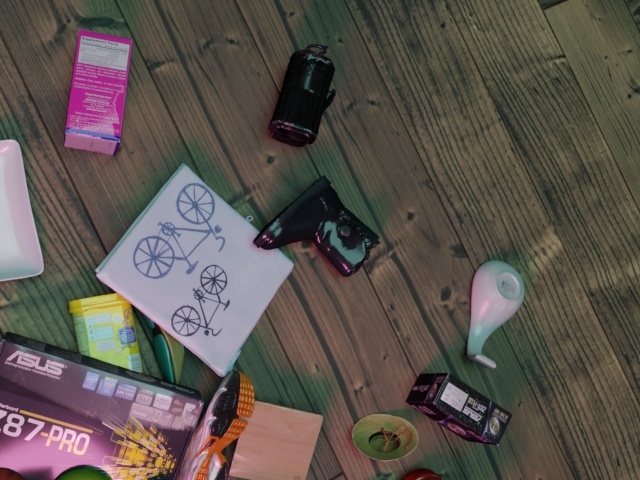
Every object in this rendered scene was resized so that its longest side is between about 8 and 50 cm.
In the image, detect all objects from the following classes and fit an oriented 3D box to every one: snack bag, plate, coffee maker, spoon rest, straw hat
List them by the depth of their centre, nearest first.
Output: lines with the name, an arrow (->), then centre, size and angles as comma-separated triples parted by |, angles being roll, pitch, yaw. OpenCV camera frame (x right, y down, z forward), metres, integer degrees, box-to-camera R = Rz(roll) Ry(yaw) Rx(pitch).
plate -> -0.702, -0.042, 1.705 | 0.277, 0.045, 0.278 | -11, 85, -19
snack bag -> -0.241, 0.058, 1.810 | 0.342, 0.037, 0.323 | 41, 58, -16
straw hat -> 0.138, 0.444, 1.897 | 0.144, 0.144, 0.061 | -12, 128, -20
coffee maker -> -0.044, -0.311, 1.900 | 0.120, 0.171, 0.178 | 11, 74, 11
spoon rest -> 0.394, 0.169, 2.031 | 0.137, 0.084, 0.276 | 31, 60, -13

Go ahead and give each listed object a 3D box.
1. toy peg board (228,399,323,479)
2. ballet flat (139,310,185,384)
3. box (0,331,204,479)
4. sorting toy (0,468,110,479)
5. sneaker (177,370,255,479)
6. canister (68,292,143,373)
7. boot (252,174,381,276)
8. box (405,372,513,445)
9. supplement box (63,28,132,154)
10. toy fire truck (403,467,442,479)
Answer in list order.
toy peg board -> -0.098, 0.414, 1.830 | 0.161, 0.079, 0.161 | 15, 93, -15
ballet flat -> -0.313, 0.178, 1.786 | 0.073, 0.080, 0.232 | -21, 89, -31
box -> -0.457, 0.383, 1.660 | 0.394, 0.097, 0.318 | 21, 89, -14
sorting toy -> -0.451, 0.487, 1.560 | 0.365, 0.126, 0.127 | 4, 96, -13
sneaker -> -0.224, 0.379, 1.754 | 0.099, 0.121, 0.263 | 29, 78, -38
canister -> -0.425, 0.195, 1.746 | 0.126, 0.073, 0.170 | -9, 86, -18
boot -> 0.000, 0.000, 1.893 | 0.207, 0.094, 0.246 | 49, 54, -3
box -> 0.301, 0.367, 1.921 | 0.180, 0.147, 0.078 | 34, 73, -12
supplement box -> -0.453, -0.301, 1.793 | 0.113, 0.111, 0.220 | 9, 78, -16
toy fire truck -> 0.199, 0.648, 1.849 | 0.302, 0.169, 0.254 | -16, 105, -19
